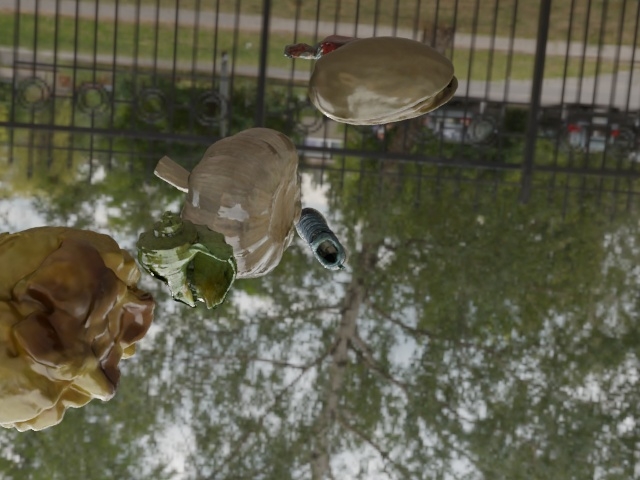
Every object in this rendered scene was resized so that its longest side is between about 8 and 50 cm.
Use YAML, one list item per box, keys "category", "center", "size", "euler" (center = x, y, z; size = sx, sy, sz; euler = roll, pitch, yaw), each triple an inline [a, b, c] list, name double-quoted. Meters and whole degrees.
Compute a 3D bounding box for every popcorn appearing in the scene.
- category: "popcorn"
  center: [-0.379, 0.113, 1.070]
  size: [0.332, 0.264, 0.225]
  euler: [0, 150, 1]

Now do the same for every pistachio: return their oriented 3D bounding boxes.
- category: "pistachio"
  center: [0.093, -0.241, 1.257]
  size: [0.226, 0.135, 0.136]
  euler: [-1, -174, 10]

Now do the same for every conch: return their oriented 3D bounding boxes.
- category: "conch"
  center: [-0.117, 0.020, 0.755]
  size: [0.089, 0.121, 0.074]
  euler: [10, -137, 26]

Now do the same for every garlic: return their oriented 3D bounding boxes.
- category: "garlic"
  center: [-0.141, -0.061, 1.172]
  size: [0.212, 0.218, 0.218]
  euler: [17, -169, 20]

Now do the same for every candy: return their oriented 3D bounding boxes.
- category: "candy"
  center: [0.077, -0.318, 1.450]
  size: [0.292, 0.059, 0.086]
  euler: [12, -151, 16]

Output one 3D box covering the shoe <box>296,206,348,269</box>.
- category: "shoe"
  center: [0.000, 0.000, 1.632]
  size: [0.064, 0.143, 0.071]
  euler: [-34, -172, 8]
